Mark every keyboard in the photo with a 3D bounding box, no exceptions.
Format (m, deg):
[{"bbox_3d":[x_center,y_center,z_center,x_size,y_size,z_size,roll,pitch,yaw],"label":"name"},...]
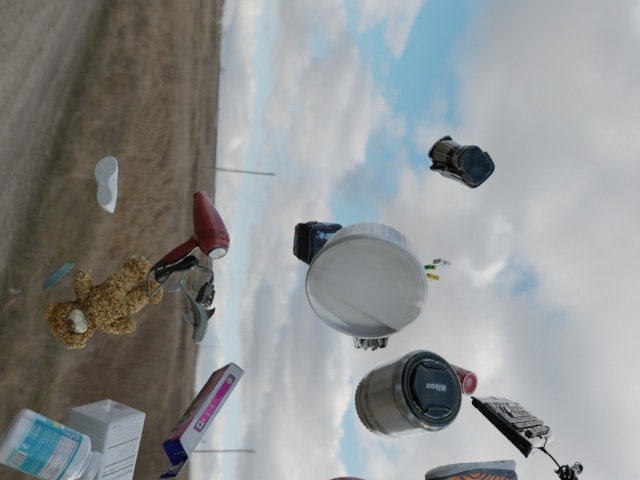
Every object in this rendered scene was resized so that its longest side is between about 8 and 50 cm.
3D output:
[{"bbox_3d":[0.377,0.343,0.944,0.033,0.317,0.201,-51,-122,8],"label":"keyboard"}]

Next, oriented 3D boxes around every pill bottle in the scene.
[{"bbox_3d":[-0.752,0.590,1.511,0.146,0.264,0.146,-44,-157,24],"label":"pill bottle"}]

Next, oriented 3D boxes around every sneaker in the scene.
[{"bbox_3d":[0.432,0.700,1.469,0.124,0.321,0.180,-40,-132,54],"label":"sneaker"},{"bbox_3d":[-0.777,-0.202,1.977,0.094,0.080,0.212,93,-7,-67],"label":"sneaker"}]

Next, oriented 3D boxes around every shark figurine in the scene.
[{"bbox_3d":[-0.477,0.266,2.131,0.278,0.116,0.166,65,13,16],"label":"shark figurine"}]

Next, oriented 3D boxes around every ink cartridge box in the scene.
[{"bbox_3d":[-0.384,0.556,1.681,0.176,0.069,0.371,-36,-162,50],"label":"ink cartridge box"}]

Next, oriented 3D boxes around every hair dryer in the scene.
[{"bbox_3d":[-0.329,0.011,1.342,0.080,0.224,0.293,48,55,-61],"label":"hair dryer"}]

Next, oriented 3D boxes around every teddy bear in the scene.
[{"bbox_3d":[-0.632,0.185,1.606,0.113,0.338,0.245,26,-57,48],"label":"teddy bear"}]

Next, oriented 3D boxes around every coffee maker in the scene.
[{"bbox_3d":[0.435,-0.227,1.618,0.120,0.171,0.178,-63,-155,11],"label":"coffee maker"}]

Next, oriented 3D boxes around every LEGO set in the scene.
[{"bbox_3d":[0.417,0.127,2.241,0.227,0.093,0.087,-15,-123,49],"label":"LEGO set"}]

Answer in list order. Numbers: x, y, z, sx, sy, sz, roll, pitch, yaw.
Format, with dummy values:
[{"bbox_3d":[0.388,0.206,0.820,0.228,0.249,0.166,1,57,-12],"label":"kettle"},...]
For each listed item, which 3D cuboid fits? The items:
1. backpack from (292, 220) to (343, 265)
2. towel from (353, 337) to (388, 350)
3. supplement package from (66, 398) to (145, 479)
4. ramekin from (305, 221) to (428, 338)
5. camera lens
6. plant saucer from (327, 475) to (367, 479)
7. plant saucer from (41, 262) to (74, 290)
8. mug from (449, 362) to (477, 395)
[{"bbox_3d":[0.000,0.000,1.969,0.117,0.173,0.158,24,-61,45],"label":"backpack"},{"bbox_3d":[0.128,0.167,1.493,0.283,0.121,0.235,76,3,-65],"label":"towel"},{"bbox_3d":[-0.734,0.709,1.799,0.175,0.178,0.292,13,89,-67],"label":"supplement package"},{"bbox_3d":[0.108,0.082,1.231,0.127,0.273,0.272,-72,174,-60],"label":"ramekin"},{"bbox_3d":[0.248,0.444,1.542,0.274,0.219,0.219,-43,-137,53],"label":"camera lens"},{"bbox_3d":[0.097,0.875,1.599,0.084,0.332,0.332,-16,112,-71],"label":"plant saucer"},{"bbox_3d":[-0.796,0.105,1.626,0.021,0.119,0.119,51,1,-19],"label":"plant saucer"},{"bbox_3d":[0.526,0.526,2.100,0.169,0.150,0.113,5,-64,54],"label":"mug"}]
